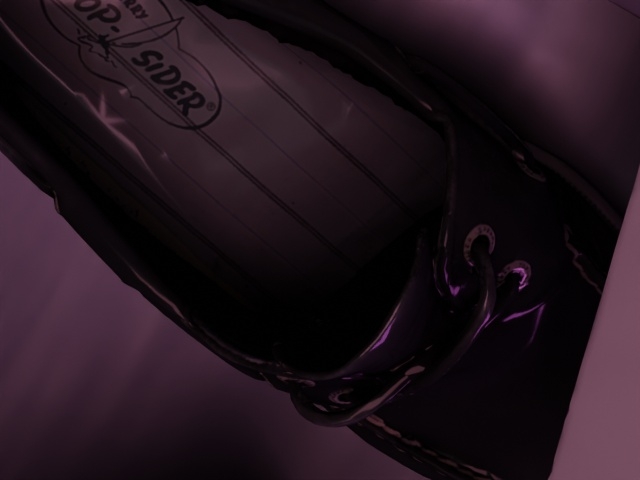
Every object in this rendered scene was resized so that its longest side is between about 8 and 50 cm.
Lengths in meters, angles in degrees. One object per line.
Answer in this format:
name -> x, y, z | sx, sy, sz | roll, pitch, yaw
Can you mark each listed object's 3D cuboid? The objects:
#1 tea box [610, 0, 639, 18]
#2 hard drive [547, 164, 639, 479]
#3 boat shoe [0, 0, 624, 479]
tea box -> 0.240, -0.121, 0.257 | 0.323, 0.329, 0.220 | 30, 76, -9
hard drive -> 0.194, 0.087, 0.293 | 0.307, 0.040, 0.203 | 22, 120, 21
boat shoe -> 0.003, -0.003, 0.479 | 0.127, 0.113, 0.340 | -38, 106, 19
